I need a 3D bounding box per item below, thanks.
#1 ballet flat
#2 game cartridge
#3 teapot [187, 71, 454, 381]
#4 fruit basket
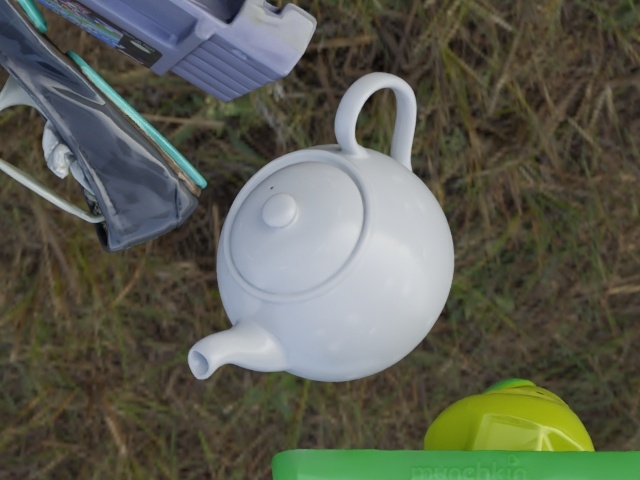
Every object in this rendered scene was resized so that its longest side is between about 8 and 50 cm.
[{"bbox_3d":[-0.136,-0.075,0.525,0.074,0.074,0.203,-32,107,25],"label":"ballet flat"},{"bbox_3d":[-0.188,-0.211,0.838,0.355,0.068,0.230,31,169,-14],"label":"game cartridge"},{"bbox_3d":[0.000,0.000,1.139,0.252,0.256,0.187,-20,149,15],"label":"teapot"},{"bbox_3d":[0.164,0.241,1.081,0.392,0.392,0.283,-13,138,10],"label":"fruit basket"}]
